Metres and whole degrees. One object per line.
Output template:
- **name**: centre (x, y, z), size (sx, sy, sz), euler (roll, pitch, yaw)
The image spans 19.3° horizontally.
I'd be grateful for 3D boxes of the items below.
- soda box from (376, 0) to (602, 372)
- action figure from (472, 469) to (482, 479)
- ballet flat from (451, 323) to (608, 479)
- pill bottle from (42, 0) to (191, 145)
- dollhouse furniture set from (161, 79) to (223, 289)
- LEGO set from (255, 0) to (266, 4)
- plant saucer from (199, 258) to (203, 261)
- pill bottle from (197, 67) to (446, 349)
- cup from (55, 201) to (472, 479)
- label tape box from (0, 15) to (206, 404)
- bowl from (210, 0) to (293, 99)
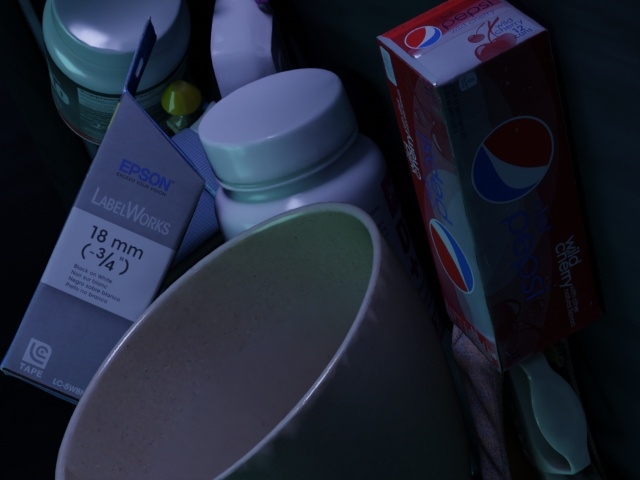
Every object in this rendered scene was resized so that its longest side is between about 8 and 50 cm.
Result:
- **soda box**: centre (0.121, -0.040, 1.308), size (0.083, 0.092, 0.263), euler (46, 159, 48)
- **action figure**: centre (0.188, 0.346, 1.693), size (0.164, 0.141, 0.275), euler (-47, 63, 43)
- **ballet flat**: centre (0.183, 0.184, 1.507), size (0.106, 0.107, 0.316), euler (27, 145, 55)
- **pill bottle**: centre (-0.224, -0.218, 2.077), size (0.161, 0.161, 0.283), euler (59, 168, 12)
- **dollhouse furniture set**: centre (-0.146, -0.020, 1.923), size (0.303, 0.286, 0.198), euler (43, 160, 24)
- **LEGO set**: centre (-0.126, -0.289, 1.752), size (0.227, 0.087, 0.093), euler (57, 165, 24)
- **plant saucer**: centre (-0.023, 0.136, 2.105), size (0.317, 0.044, 0.317), euler (52, -175, -7)
- **pill bottle**: centre (0.000, 0.000, 1.688), size (0.160, 0.160, 0.283), euler (39, 154, 59)
- **cup**: centre (-0.013, 0.167, 1.514), size (0.237, 0.331, 0.331), euler (47, 174, -25)
- **label tape box**: centre (-0.173, -0.024, 1.727), size (0.106, 0.333, 0.240), euler (23, -179, -5)
- **bowl**: centre (-0.058, -0.155, 1.757), size (0.142, 0.053, 0.142), euler (-89, -17, -56)
